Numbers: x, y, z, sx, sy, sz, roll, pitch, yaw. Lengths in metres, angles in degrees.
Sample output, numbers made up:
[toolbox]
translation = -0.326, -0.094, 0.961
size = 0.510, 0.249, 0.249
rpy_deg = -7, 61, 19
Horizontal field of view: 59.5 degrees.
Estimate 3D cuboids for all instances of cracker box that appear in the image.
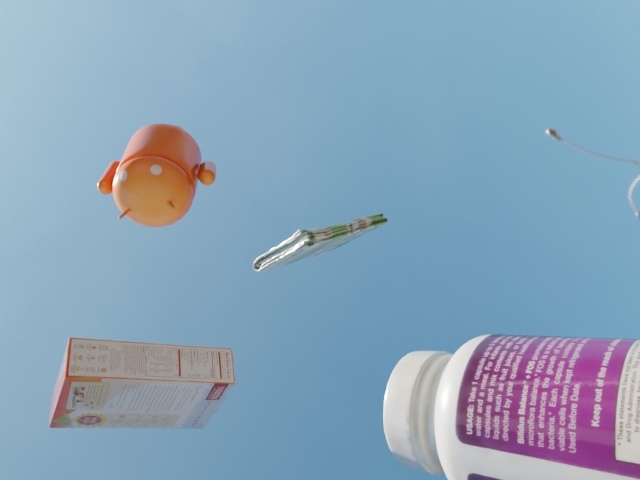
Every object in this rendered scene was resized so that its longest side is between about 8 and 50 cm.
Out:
[cracker box]
translation = -0.261, 0.216, 0.825
size = 0.232, 0.155, 0.067
rpy_deg = 11, -135, -27

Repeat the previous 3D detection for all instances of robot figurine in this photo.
[robot figurine]
translation = -0.261, -0.108, 0.914
size = 0.158, 0.128, 0.219
rpy_deg = 27, -148, -22

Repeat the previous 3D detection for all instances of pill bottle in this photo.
[pill bottle]
translation = 0.215, 0.172, 0.515
size = 0.169, 0.302, 0.169
rpy_deg = 6, -99, -47

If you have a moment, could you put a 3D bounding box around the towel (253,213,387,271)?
[towel]
translation = 0.000, 0.000, 0.711
size = 0.152, 0.113, 0.023
rpy_deg = -16, -98, -45
